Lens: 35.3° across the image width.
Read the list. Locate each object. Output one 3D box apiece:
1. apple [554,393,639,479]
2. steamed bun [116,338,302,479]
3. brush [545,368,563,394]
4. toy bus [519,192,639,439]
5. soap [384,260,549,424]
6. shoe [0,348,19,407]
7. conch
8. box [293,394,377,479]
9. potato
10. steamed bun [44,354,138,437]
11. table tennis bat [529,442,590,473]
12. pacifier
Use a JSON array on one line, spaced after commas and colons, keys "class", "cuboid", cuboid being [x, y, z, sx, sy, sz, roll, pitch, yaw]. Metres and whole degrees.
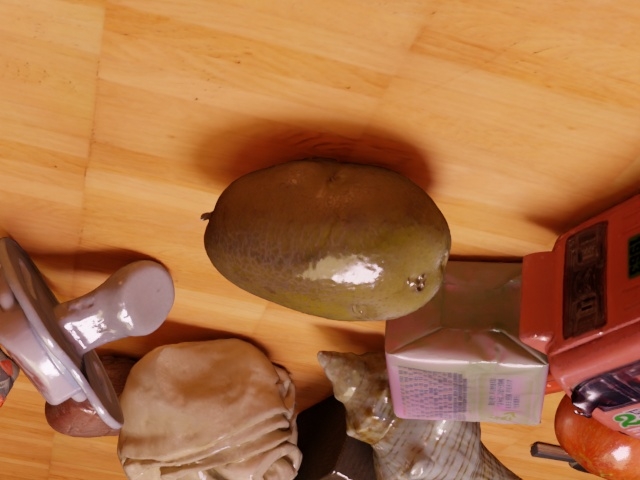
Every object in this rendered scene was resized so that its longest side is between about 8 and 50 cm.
[{"class": "apple", "cuboid": [0.402, 0.247, 1.349, 0.163, 0.163, 0.139, 21, 107, -24]}, {"class": "steamed bun", "cuboid": [-0.148, 0.293, 1.430, 0.276, 0.203, 0.289, -2, 139, -23]}, {"class": "brush", "cuboid": [0.273, 0.171, 1.321, 0.051, 0.070, 0.323, 27, 146, -25]}, {"class": "toy bus", "cuboid": [0.398, 0.038, 0.926, 0.233, 0.203, 0.427, 27, 145, -24]}, {"class": "soap", "cuboid": [0.172, 0.121, 1.180, 0.182, 0.138, 0.199, 0, 150, 9]}, {"class": "shoe", "cuboid": [-0.521, 0.196, 1.522, 0.074, 0.077, 0.194, 0, 151, 12]}, {"class": "conch", "cuboid": [0.143, 0.273, 1.342, 0.386, 0.203, 0.169, 41, -177, 1]}, {"class": "box", "cuboid": [0.045, 0.337, 1.528, 0.143, 0.184, 0.273, 33, 144, -11]}, {"class": "potato", "cuboid": [0.000, 0.000, 0.985, 0.251, 0.159, 0.174, 12, 128, 8]}, {"class": "steamed bun", "cuboid": [-0.318, 0.233, 1.530, 0.175, 0.106, 0.145, 8, 149, -32]}, {"class": "table tennis bat", "cuboid": [0.459, 0.366, 1.683, 0.220, 0.019, 0.130, 11, 150, -10]}, {"class": "pacifier", "cuboid": [-0.278, 0.086, 1.221, 0.207, 0.227, 0.279, -28, 125, -3]}]
